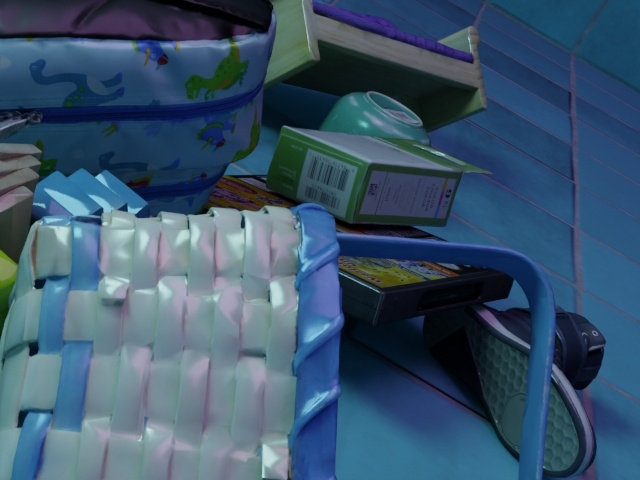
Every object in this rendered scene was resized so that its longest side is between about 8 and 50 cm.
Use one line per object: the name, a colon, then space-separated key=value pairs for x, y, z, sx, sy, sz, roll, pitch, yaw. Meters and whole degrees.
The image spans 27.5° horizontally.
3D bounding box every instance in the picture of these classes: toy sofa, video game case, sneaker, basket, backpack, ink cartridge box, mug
toy sofa: x=0.039 y=-0.245 z=1.611 sx=0.362 sy=0.150 sz=0.177 roll=7 pitch=69 yaw=-48
video game case: x=0.000 y=0.000 z=1.153 sx=0.275 sy=0.035 sz=0.248 roll=23 pitch=15 yaw=29
sneaker: x=0.212 y=0.128 z=1.164 sx=0.163 sy=0.086 sz=0.226 roll=12 pitch=26 yaw=-34
basket: x=-0.019 y=0.103 z=0.652 sx=0.289 sy=0.201 sz=0.255 roll=10 pitch=66 yaw=-10
backpack: x=-0.211 y=-0.142 z=1.002 sx=0.355 sy=0.273 sz=0.290 roll=-14 pitch=34 yaw=-18
ink cartridge box: x=0.060 y=-0.059 z=1.247 sx=0.109 sy=0.062 sz=0.209 roll=25 pitch=15 yaw=36
mug: x=0.062 y=-0.117 z=1.518 sx=0.129 sy=0.097 sz=0.158 roll=26 pitch=21 yaw=-12

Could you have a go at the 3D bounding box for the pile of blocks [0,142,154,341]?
pile of blocks: x=-0.160 y=0.031 z=0.793 sx=0.112 sy=0.149 sz=0.362 roll=37 pitch=21 yaw=19
